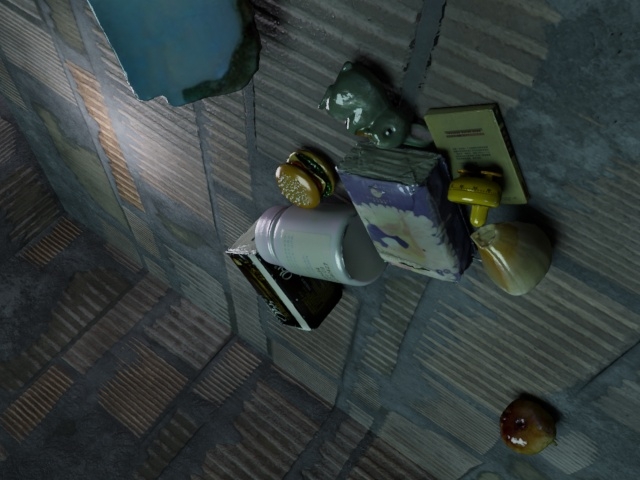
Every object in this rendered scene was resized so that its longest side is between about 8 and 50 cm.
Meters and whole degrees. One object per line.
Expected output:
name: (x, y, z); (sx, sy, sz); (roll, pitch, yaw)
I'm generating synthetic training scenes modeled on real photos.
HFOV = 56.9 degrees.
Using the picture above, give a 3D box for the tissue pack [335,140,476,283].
tissue pack: (0.207, -0.061, 1.374); (0.242, 0.125, 0.343); (17, 151, 40)

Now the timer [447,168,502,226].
timer: (0.309, -0.084, 1.189); (0.107, 0.109, 0.107); (9, -178, 0)

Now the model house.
model house: (-0.319, -0.525, 1.275); (0.339, 0.298, 0.360); (-115, 3, -48)

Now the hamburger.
hamburger: (-0.040, -0.162, 1.567); (0.162, 0.115, 0.162); (30, 149, 20)

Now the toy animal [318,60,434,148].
toy animal: (0.125, -0.255, 1.228); (0.251, 0.125, 0.127); (35, -179, -1)

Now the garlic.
garlic: (0.403, 0.038, 1.261); (0.164, 0.145, 0.245); (22, 169, 20)

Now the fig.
fig: (0.654, 0.580, 1.787); (0.257, 0.159, 0.159); (35, 160, -35)

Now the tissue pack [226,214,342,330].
tissue pack: (-0.111, 0.102, 1.950); (0.198, 0.210, 0.370); (10, 139, 51)

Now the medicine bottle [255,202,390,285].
medicine bottle: (0.000, 0.000, 1.650); (0.379, 0.213, 0.213); (8, 139, 47)

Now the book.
book: (0.317, -0.170, 1.201); (0.161, 0.026, 0.230); (7, 138, 46)
